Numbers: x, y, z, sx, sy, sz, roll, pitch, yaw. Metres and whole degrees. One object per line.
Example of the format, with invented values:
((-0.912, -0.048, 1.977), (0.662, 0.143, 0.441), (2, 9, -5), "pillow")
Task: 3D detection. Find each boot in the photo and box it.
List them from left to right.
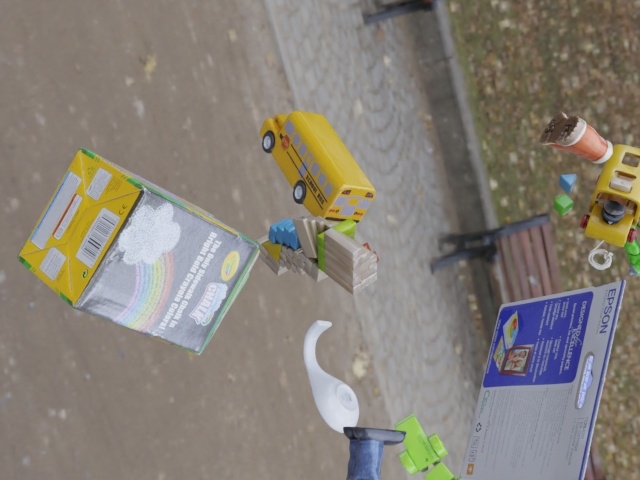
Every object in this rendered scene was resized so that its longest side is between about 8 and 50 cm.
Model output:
((0.396, -0.154, 1.484), (0.085, 0.059, 0.158), (30, 8, -11), "boot")

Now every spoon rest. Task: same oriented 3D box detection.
((0.019, 0.334, 2.303), (0.137, 0.084, 0.276), (14, 52, -47), "spoon rest")

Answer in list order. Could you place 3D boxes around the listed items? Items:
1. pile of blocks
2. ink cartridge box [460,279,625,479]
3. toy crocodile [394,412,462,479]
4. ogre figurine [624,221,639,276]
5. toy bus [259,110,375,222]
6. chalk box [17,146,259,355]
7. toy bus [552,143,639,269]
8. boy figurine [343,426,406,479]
((0.000, 0.000, 1.919), (0.113, 0.362, 0.148), (-29, 112, -31), "pile of blocks")
((0.347, 0.227, 1.443), (0.072, 0.307, 0.303), (25, 71, -20), "ink cartridge box")
((0.301, 0.596, 2.430), (0.340, 0.115, 0.105), (54, 1, 24), "toy crocodile")
((0.707, 0.025, 1.958), (0.097, 0.197, 0.118), (126, -24, -78), "ogre figurine")
((-0.013, -0.172, 2.085), (0.108, 0.130, 0.332), (4, 40, -36), "toy bus")
((-0.164, 0.020, 0.966), (0.213, 0.132, 0.132), (31, 89, -47), "chalk box")
((0.540, -0.078, 1.733), (0.104, 0.191, 0.202), (80, -13, -56), "toy bus")
((0.066, 0.411, 1.374), (0.177, 0.092, 0.285), (139, -44, -71), "boy figurine")
